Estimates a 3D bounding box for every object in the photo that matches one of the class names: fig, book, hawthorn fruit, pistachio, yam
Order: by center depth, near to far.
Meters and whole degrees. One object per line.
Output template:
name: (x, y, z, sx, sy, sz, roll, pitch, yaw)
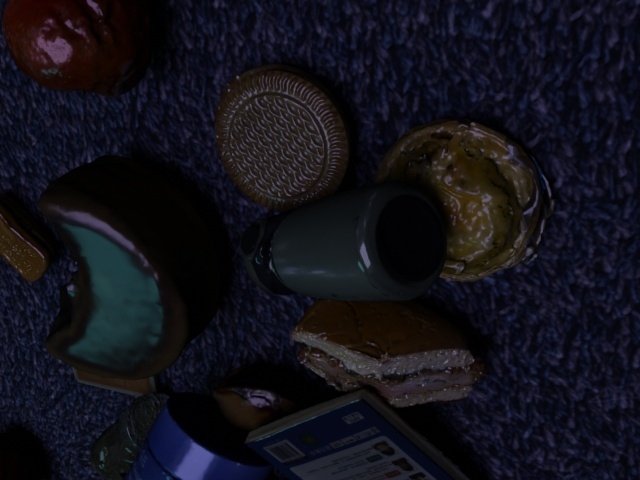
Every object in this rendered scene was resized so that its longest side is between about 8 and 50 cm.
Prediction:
hawthorn fruit: (-0.378, -0.373, 1.194, 0.242, 0.242, 0.271, 21, 110, 18)
book: (0.108, 0.439, 1.345, 0.300, 0.039, 0.428, -30, 116, 35)
pistachio: (-0.116, 0.305, 1.430, 0.165, 0.130, 0.210, 29, 158, -38)
yam: (-0.401, 0.446, 1.631, 0.154, 0.154, 0.254, 46, 127, 1)
book: (-0.470, 0.266, 1.658, 0.242, 0.018, 0.170, 6, 116, 25)
fig: (-0.790, 0.648, 1.841, 0.320, 0.217, 0.216, 54, 134, 41)

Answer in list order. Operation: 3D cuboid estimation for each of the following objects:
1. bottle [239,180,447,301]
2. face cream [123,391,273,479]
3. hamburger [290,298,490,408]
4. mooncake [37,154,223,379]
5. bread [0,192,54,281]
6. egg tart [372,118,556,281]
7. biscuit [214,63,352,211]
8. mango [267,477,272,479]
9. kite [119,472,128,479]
bottle: (0.014, 0.013, 1.121, 0.347, 0.168, 0.168, -8, 110, 50)
face cream: (-0.240, 0.456, 1.448, 0.249, 0.249, 0.225, 30, 95, 12)
hamburger: (0.104, 0.176, 1.238, 0.282, 0.245, 0.155, -18, 139, -8)
mooncake: (-0.380, 0.058, 1.376, 0.394, 0.246, 0.393, -24, 105, 34)
bread: (-0.651, -0.009, 1.589, 0.200, 0.077, 0.116, 46, 123, -1)
egg tart: (0.202, -0.045, 1.115, 0.291, 0.107, 0.290, 12, 118, 23)
biscuit: (-0.065, -0.167, 1.212, 0.259, 0.079, 0.259, 11, 119, 22)
mango: (-0.147, 0.547, 1.588, 0.163, 0.089, 0.117, 38, 133, 21)
kite: (-0.318, 0.543, 1.588, 0.141, 0.245, 0.015, 34, 93, 36)
